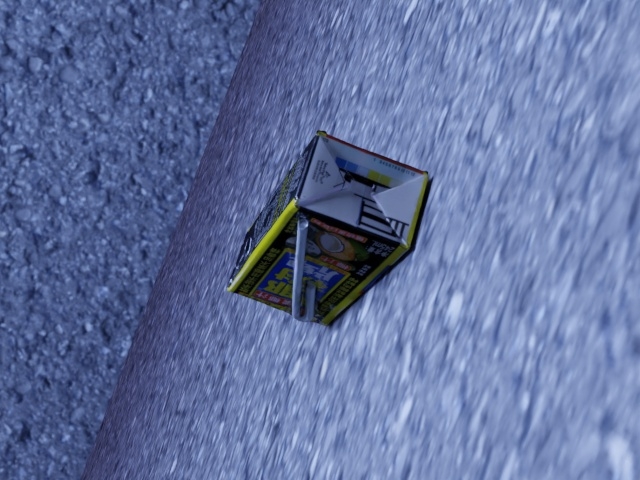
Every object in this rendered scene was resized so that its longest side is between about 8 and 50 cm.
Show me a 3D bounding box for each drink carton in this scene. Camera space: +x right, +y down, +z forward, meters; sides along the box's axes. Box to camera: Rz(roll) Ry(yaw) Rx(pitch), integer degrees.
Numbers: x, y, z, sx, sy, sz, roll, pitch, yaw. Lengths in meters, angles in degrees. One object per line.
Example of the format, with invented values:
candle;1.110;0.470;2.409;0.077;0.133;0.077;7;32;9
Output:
drink carton;0.000;0.000;0.876;0.166;0.071;0.056;129;162;-65
